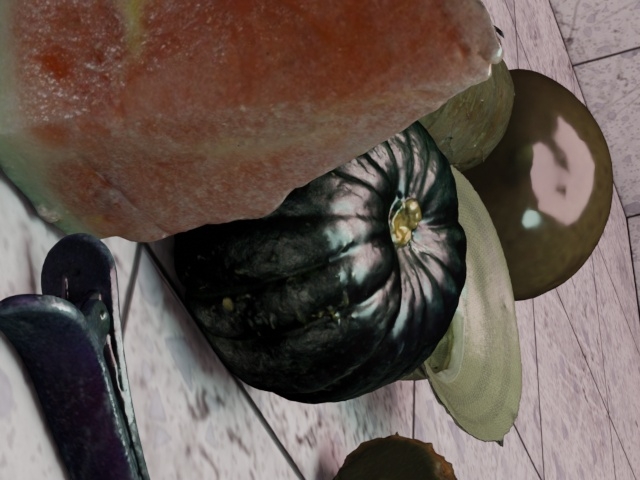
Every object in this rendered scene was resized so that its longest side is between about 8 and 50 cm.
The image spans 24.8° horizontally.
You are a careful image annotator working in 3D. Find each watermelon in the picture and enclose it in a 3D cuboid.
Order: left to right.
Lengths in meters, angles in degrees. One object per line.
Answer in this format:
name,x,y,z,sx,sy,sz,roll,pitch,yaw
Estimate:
watermelon,-0.066,-0.149,0.759,0.250,0.292,0.283,37,67,-22

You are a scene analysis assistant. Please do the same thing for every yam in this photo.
yam,0.091,-0.147,1.387,0.268,0.161,0.161,7,70,-70

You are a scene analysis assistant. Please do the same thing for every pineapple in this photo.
pineapple,0.075,0.230,1.147,0.198,0.108,0.108,62,22,-52

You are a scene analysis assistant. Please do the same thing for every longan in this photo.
longan,0.211,-0.063,1.587,0.246,0.215,0.246,165,-90,-78

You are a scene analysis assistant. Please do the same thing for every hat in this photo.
hat,0.082,0.065,1.273,0.252,0.110,0.252,36,48,-54

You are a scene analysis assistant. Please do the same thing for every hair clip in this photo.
hair clip,-0.104,0.137,0.776,0.083,0.048,0.275,-66,144,-65

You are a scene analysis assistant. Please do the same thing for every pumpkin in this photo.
pumpkin,0.000,0.000,0.967,0.220,0.161,0.221,14,71,-46
